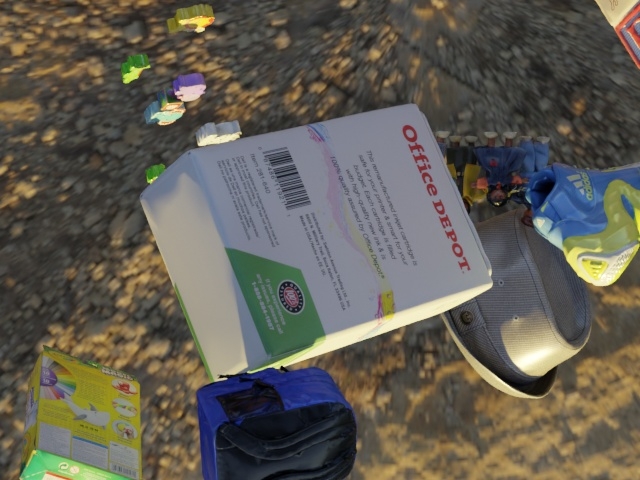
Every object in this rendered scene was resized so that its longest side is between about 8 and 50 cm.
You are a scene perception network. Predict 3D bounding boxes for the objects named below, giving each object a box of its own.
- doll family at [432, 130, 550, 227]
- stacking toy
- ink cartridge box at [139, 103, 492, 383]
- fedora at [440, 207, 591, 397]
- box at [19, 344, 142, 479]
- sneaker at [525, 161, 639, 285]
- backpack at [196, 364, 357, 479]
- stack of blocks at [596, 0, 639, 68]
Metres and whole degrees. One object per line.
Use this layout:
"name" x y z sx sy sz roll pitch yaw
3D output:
"doll family" 0.204 -0.073 1.769 0.193 0.076 0.111 0 84 15
"stacking toy" -0.180 -0.179 1.823 0.052 0.221 0.167 -7 78 -33
"ink cartridge box" 0.000 0.000 1.372 0.117 0.278 0.201 -34 75 52
"fedora" 0.252 0.058 1.832 0.124 0.243 0.275 -31 69 34
"box" -0.221 0.168 1.341 0.105 0.179 0.043 22 116 -18
"sneaker" 0.286 -0.054 1.456 0.126 0.240 0.091 36 126 7
"backpack" -0.036 0.147 1.146 0.120 0.101 0.098 -10 125 -15
"stack of blocks" 0.316 -0.237 1.000 0.087 0.297 0.171 -18 74 -34
